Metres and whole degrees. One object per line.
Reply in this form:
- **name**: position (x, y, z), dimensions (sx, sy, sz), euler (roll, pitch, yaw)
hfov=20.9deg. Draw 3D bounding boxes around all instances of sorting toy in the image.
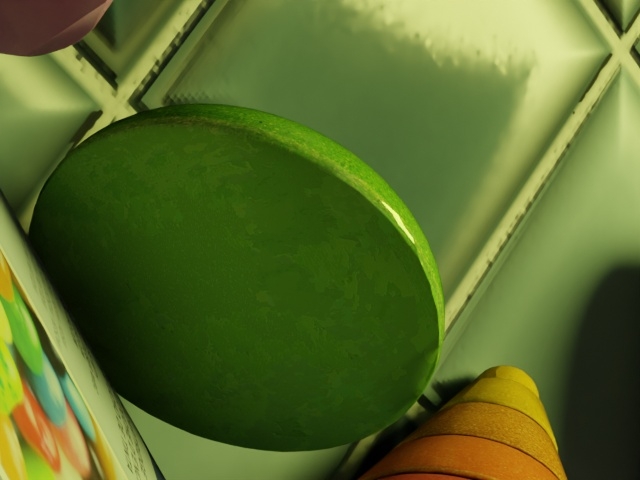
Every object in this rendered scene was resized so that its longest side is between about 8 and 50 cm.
- **sorting toy**: position (0.000, 0.000, 0.563), dimensions (0.365, 0.127, 0.126), euler (59, 34, -29)

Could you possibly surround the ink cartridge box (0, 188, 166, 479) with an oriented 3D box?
- **ink cartridge box**: position (-0.087, 0.052, 0.425), dimensions (0.065, 0.186, 0.311), euler (-23, 118, -1)
